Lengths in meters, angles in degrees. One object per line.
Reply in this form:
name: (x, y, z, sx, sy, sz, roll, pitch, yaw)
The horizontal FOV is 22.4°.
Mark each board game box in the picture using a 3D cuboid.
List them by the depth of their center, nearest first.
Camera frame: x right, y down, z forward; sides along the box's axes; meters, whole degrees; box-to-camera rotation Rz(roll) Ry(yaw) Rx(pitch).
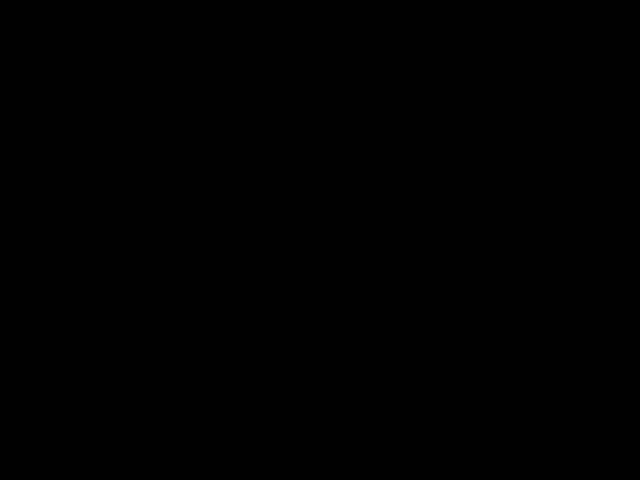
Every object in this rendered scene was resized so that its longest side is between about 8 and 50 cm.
board game box: (0.000, 0.000, 0.195, 0.356, 0.356, 0.356, 72, 36, -51)

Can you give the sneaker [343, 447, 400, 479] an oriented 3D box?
sneaker: (0.030, 0.076, 0.481, 0.300, 0.111, 0.121, -46, 119, -38)
